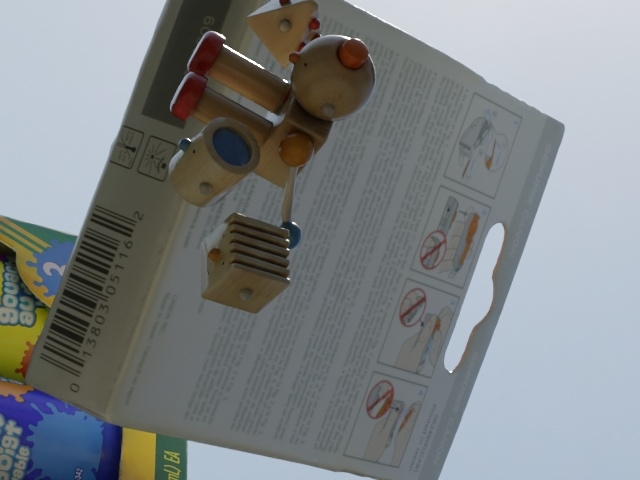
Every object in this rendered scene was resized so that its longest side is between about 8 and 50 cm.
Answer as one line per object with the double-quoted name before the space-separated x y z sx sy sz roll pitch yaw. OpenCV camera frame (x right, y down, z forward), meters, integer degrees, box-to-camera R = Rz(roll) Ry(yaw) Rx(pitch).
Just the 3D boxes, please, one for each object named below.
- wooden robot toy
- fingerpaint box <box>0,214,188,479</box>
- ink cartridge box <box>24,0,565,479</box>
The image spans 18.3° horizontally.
"wooden robot toy" -0.014 -0.059 0.832 0.076 0.173 0.079 32 -41 -17
"fingerpaint box" -0.293 0.161 1.469 0.371 0.445 0.163 15 -53 -14
"ink cartridge box" 0.000 0.000 1.399 0.091 0.385 0.308 20 -90 38
